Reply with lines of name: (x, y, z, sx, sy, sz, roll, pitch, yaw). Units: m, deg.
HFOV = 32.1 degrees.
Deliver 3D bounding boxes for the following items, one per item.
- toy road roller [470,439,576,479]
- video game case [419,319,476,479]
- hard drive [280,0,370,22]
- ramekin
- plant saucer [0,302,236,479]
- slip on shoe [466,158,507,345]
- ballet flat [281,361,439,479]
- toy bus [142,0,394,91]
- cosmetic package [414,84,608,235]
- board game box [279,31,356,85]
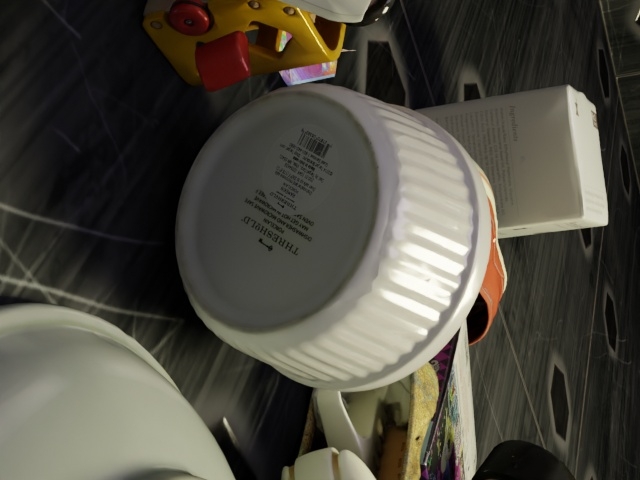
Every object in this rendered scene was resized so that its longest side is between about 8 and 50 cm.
toy road roller: (0.213, 0.366, 0.988, 0.202, 0.241, 0.329, -41, 137, -41)
video game case: (0.115, 0.214, 1.091, 0.210, 0.042, 0.232, -69, 156, -47)
hard drive: (-0.059, -0.256, 0.655, 0.307, 0.203, 0.040, -85, -161, -48)
ramekin: (-0.002, -0.007, 0.747, 0.109, 0.207, 0.207, 23, 63, -52)
plant saucer: (-0.108, 0.228, 0.563, 0.400, 0.101, 0.400, -6, 90, -66)
slip on shoe: (0.117, 0.003, 1.119, 0.331, 0.123, 0.101, 59, 37, -52)
ballet flat: (0.022, 0.177, 0.855, 0.348, 0.123, 0.123, -71, 146, -55)
toy bus: (-0.018, -0.171, 0.769, 0.202, 0.191, 0.104, 45, -5, 40)
cosmetic package: (0.222, -0.083, 1.283, 0.151, 0.184, 0.151, 3, 81, -65)
board game box: (-0.006, -0.210, 0.990, 0.169, 0.033, 0.133, -29, 111, -65)
